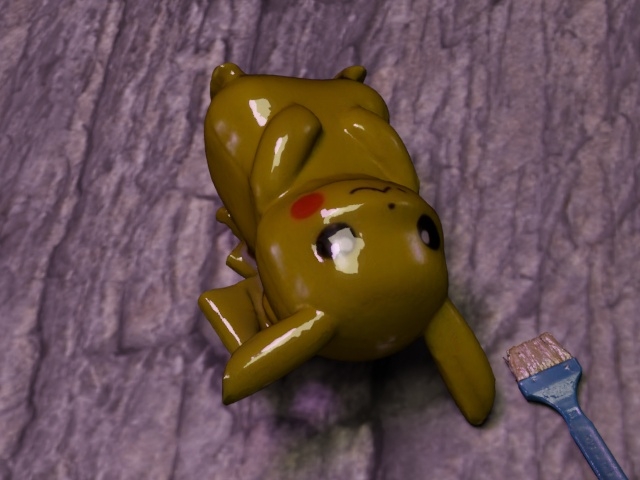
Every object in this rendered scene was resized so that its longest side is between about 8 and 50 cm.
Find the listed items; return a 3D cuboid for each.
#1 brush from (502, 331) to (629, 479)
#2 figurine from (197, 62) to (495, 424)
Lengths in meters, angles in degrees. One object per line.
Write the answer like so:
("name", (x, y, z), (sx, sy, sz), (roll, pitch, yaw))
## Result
("brush", (0.196, 0.139, 1.132), (0.051, 0.014, 0.164), (-23, 53, -6))
("figurine", (-0.002, -0.005, 1.182), (0.218, 0.169, 0.327), (-3, 41, -22))
